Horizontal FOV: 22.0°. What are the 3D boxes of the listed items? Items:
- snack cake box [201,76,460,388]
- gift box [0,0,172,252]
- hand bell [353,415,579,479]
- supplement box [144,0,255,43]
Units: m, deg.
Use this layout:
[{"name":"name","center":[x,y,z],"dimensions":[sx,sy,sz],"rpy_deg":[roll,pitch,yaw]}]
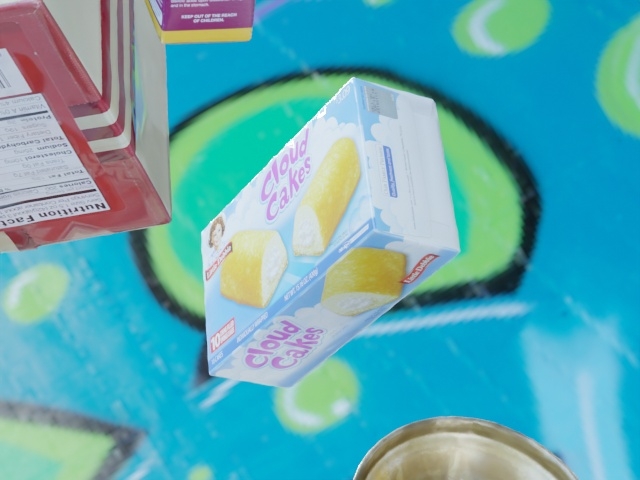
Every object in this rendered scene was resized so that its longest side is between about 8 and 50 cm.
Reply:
[{"name":"snack cake box","center":[0.000,0.000,1.401],"dimensions":[0.264,0.089,0.152],"rpy_deg":[-43,45,44]},{"name":"gift box","center":[-0.211,-0.161,0.893],"dimensions":[0.276,0.255,0.258],"rpy_deg":[77,-173,-59]},{"name":"hand bell","center":[0.047,0.211,0.844],"dimensions":[0.126,0.126,0.242],"rpy_deg":[51,144,28]},{"name":"supplement box","center":[-0.053,-0.135,0.719],"dimensions":[0.055,0.043,0.083],"rpy_deg":[-113,24,-48]}]
